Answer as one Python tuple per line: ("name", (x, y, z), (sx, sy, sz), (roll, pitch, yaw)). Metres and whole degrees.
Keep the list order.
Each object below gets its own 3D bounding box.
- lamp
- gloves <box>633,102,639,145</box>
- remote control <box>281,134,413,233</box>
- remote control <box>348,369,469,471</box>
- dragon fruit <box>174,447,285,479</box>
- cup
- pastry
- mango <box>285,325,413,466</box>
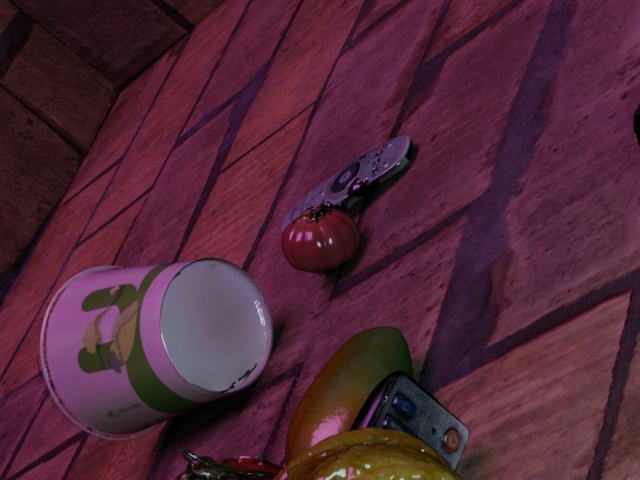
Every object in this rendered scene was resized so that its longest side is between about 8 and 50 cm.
("lamp", (0.000, 0.000, 2.370), (0.107, 0.092, 0.107), (-13, 19, 5))
("gloves", (0.358, -0.136, 1.734), (0.129, 0.106, 0.181), (-51, 22, 10))
("remote control", (0.038, -0.070, 2.494), (0.256, 0.045, 0.097), (-33, 26, 37))
("remote control", (0.020, 0.319, 1.640), (0.062, 0.144, 0.399), (-3, 53, 49))
("dragon fruit", (-0.084, 0.311, 1.717), (0.234, 0.293, 0.234), (-8, 57, 12))
("cup", (-0.216, 0.140, 2.436), (0.274, 0.253, 0.253), (-15, 40, 49))
("pastry", (0.041, 0.282, 1.498), (0.235, 0.240, 0.132), (-54, 23, -4))
("mango", (0.035, 0.183, 1.897), (0.156, 0.114, 0.251), (-50, 17, 30))
